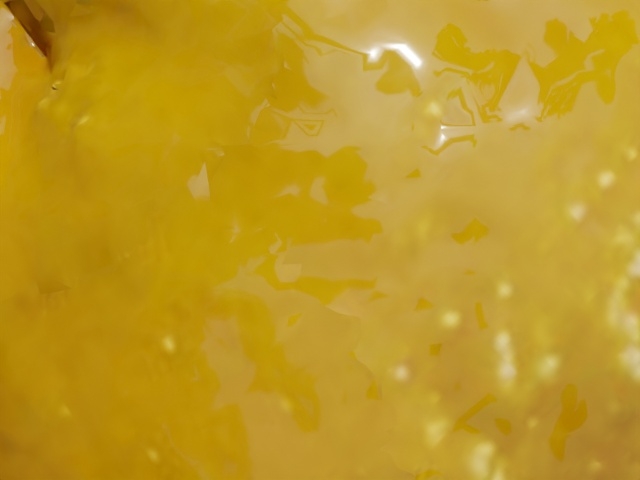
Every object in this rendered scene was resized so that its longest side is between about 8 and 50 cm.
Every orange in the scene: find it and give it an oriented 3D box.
[{"bbox_3d":[0.000,0.000,0.550,0.293,0.340,0.341,44,66,-35],"label":"orange"}]
